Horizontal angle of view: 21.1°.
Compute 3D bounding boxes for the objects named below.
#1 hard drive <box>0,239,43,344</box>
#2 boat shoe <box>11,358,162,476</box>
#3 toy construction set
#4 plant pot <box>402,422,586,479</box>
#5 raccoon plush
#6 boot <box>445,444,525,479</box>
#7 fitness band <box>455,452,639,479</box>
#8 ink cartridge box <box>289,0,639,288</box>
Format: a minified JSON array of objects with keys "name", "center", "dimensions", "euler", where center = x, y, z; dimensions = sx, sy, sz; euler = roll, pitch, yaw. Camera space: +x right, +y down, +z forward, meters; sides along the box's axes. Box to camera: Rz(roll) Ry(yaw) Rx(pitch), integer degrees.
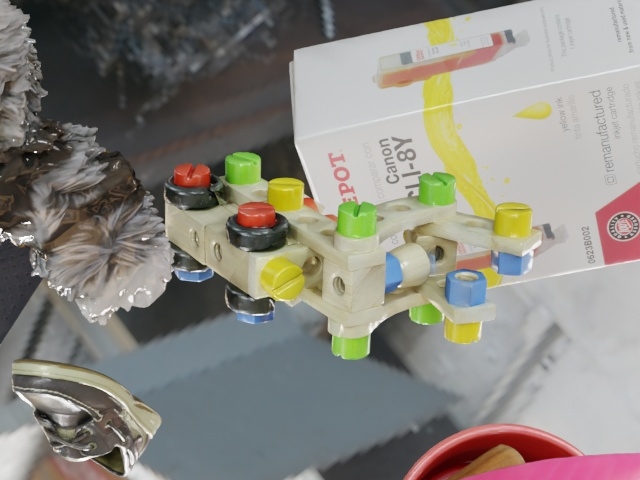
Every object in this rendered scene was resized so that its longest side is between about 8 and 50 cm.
[{"name":"hard drive","center":[-0.345,-0.023,1.409],"dimensions":[0.255,0.054,0.172],"euler":[31,94,-22]},{"name":"boat shoe","center":[-0.208,0.162,1.531],"dimensions":[0.223,0.080,0.073],"euler":[46,54,-64]},{"name":"toy construction set","center":[0.000,0.000,1.384],"dimensions":[0.215,0.151,0.328],"euler":[-12,-170,-30]},{"name":"plant pot","center":[0.194,0.352,1.990],"dimensions":[0.275,0.275,0.243],"euler":[-36,177,-10]},{"name":"raccoon plush","center":[-0.294,-0.127,1.040],"dimensions":[0.216,0.299,0.446],"euler":[-33,144,-3]},{"name":"boot","center":[0.092,0.340,1.474],"dimensions":[0.280,0.264,0.096],"euler":[-17,-176,-42]},{"name":"fitness band","center":[0.136,0.198,1.133],"dimensions":[0.209,0.054,0.291],"euler":[14,151,-33]},{"name":"ink cartridge box","center":[0.183,-0.095,1.880],"dimensions":[0.385,0.160,0.279],"euler":[-11,132,9]}]
